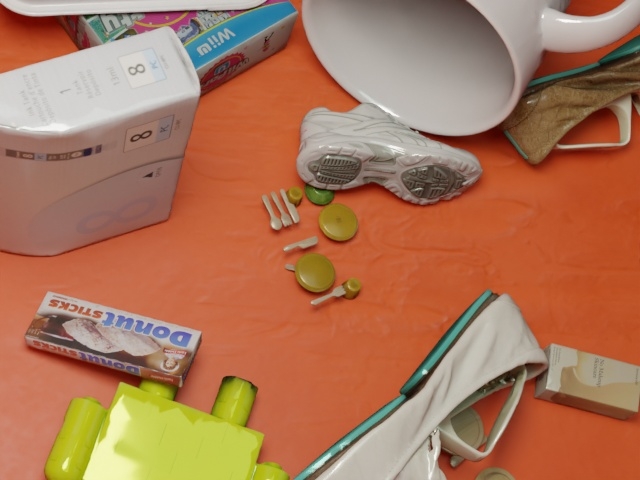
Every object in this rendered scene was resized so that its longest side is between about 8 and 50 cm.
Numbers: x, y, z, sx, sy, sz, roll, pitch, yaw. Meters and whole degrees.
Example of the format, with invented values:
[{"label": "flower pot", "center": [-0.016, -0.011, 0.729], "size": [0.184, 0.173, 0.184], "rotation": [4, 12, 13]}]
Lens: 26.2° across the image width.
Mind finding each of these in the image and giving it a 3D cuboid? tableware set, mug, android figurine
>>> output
[{"label": "tableware set", "center": [0.000, 0.000, 1.598], "size": [0.104, 0.024, 0.154], "rotation": [-20, 74, -23]}, {"label": "mug", "center": [0.214, -0.323, 1.610], "size": [0.374, 0.276, 0.328], "rotation": [16, 58, 26]}, {"label": "tableware set", "center": [0.148, 0.266, 1.530], "size": [0.141, 0.020, 0.168], "rotation": [-28, 75, -27]}, {"label": "android figurine", "center": [-0.164, 0.256, 1.441], "size": [0.248, 0.056, 0.272], "rotation": [22, 64, -5]}]

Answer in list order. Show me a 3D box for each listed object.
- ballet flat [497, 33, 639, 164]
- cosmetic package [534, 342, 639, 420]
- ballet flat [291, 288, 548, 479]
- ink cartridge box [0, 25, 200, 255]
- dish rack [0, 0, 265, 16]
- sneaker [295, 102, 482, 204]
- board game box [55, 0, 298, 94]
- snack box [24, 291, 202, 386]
[{"label": "ballet flat", "center": [0.373, -0.184, 1.720], "size": [0.342, 0.116, 0.124], "rotation": [-25, 96, -20]}, {"label": "cosmetic package", "center": [0.311, 0.164, 1.597], "size": [0.115, 0.041, 0.060], "rotation": [13, 66, -8]}, {"label": "ballet flat", "center": [0.112, 0.205, 1.471], "size": [0.139, 0.139, 0.400], "rotation": [46, 58, 6]}, {"label": "ink cartridge box", "center": [-0.324, -0.056, 1.382], "size": [0.385, 0.308, 0.091], "rotation": [-21, 74, -20]}, {"label": "dish rack", "center": [-0.218, -0.397, 1.570], "size": [0.333, 0.072, 0.285], "rotation": [-5, 70, -14]}, {"label": "sneaker", "center": [0.083, -0.116, 1.628], "size": [0.232, 0.090, 0.115], "rotation": [10, 49, -19]}, {"label": "board game box", "center": [-0.206, -0.312, 1.627], "size": [0.224, 0.097, 0.303], "rotation": [-34, 81, -22]}, {"label": "snack box", "center": [-0.221, 0.105, 1.470], "size": [0.178, 0.022, 0.064], "rotation": [14, 51, 9]}]
